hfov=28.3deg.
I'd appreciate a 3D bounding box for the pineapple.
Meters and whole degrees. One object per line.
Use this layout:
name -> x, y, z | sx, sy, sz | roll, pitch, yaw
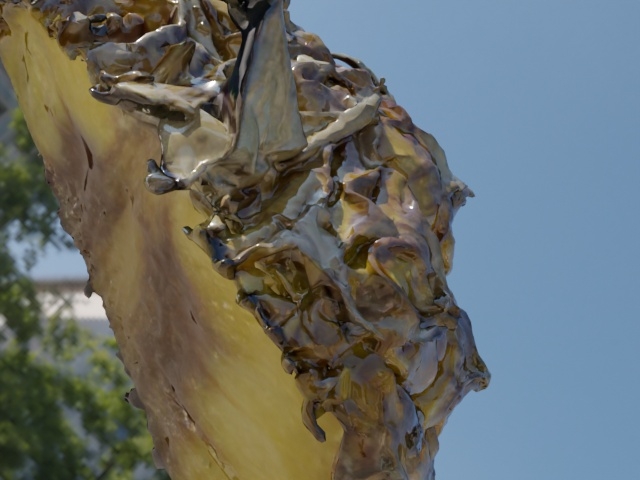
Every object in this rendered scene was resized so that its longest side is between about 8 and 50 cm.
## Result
pineapple -> 0.002, 0.000, 0.486 | 0.334, 0.161, 0.158 | 67, -25, 2
